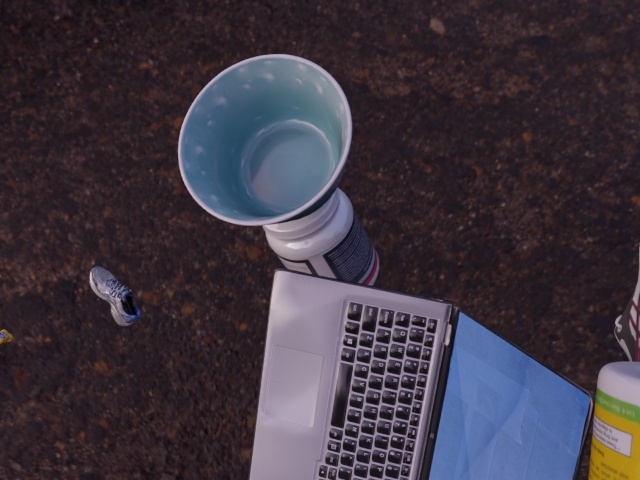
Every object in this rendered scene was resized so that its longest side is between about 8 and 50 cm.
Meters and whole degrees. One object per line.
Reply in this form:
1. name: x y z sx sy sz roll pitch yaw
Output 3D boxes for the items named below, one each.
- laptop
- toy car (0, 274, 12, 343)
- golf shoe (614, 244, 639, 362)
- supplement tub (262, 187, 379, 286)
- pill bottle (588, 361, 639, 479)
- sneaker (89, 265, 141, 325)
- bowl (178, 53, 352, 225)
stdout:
1. laptop: 0.077 0.276 0.804 0.408 0.236 0.381 11 102 12
2. toy car: -0.507 0.099 0.979 0.060 0.040 0.122 -33 94 3
3. golf shoe: 0.489 0.107 0.934 0.105 0.120 0.272 -8 92 -34
4. supplement tub: 0.000 0.000 1.347 0.191 0.272 0.191 -14 47 16
5. pill bottle: 0.260 0.219 0.447 0.137 0.136 0.245 5 90 -4
6. sneaker: -0.393 0.103 1.229 0.135 0.058 0.052 58 42 -16
7. bowl: -0.077 -0.155 1.135 0.312 0.163 0.311 -4 75 16
